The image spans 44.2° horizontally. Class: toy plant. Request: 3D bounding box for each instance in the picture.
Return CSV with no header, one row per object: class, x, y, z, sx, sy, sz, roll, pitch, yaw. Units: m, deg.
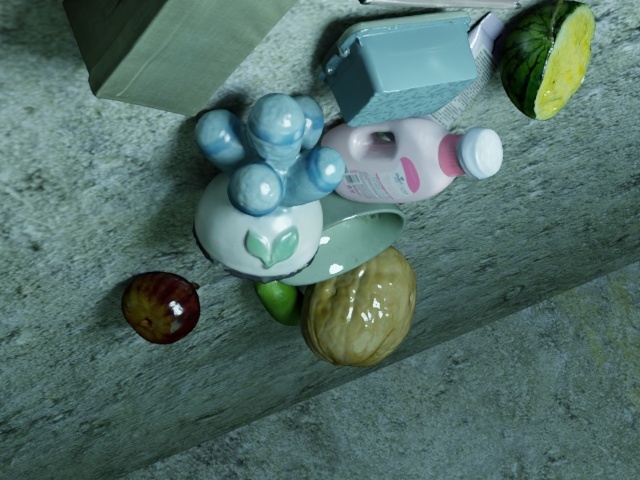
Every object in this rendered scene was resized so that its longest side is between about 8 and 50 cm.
toy plant,-0.084,-0.110,1.276,0.247,0.247,0.332,-15,149,-23

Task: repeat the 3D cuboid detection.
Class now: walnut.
walnut,0.090,0.148,1.885,0.252,0.313,0.277,18,164,-11

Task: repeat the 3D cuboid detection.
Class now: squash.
squash,-0.090,0.147,1.951,0.101,0.101,0.378,-25,159,1

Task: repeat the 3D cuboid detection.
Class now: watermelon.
watermelon,0.379,-0.317,1.354,0.232,0.127,0.204,13,105,-58

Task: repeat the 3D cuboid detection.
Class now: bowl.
bowl,0.015,-0.039,1.589,0.289,0.146,0.289,-22,159,-9

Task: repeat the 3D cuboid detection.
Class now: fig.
fig,-0.309,0.135,1.642,0.202,0.149,0.148,-15,150,-32

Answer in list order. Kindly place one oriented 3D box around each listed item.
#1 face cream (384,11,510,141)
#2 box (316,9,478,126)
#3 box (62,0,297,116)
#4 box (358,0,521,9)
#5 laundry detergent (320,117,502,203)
face cream,0.229,-0.271,1.392,0.274,0.096,0.154,-46,149,15
box,0.123,-0.268,1.218,0.227,0.130,0.162,-15,170,-25
box,-0.161,-0.276,0.892,0.155,0.149,0.231,3,145,-47
box,0.150,-0.385,0.921,0.252,0.188,0.153,-6,151,-33
laundry detergent,0.147,-0.138,1.325,0.335,0.159,0.088,0,-149,47
